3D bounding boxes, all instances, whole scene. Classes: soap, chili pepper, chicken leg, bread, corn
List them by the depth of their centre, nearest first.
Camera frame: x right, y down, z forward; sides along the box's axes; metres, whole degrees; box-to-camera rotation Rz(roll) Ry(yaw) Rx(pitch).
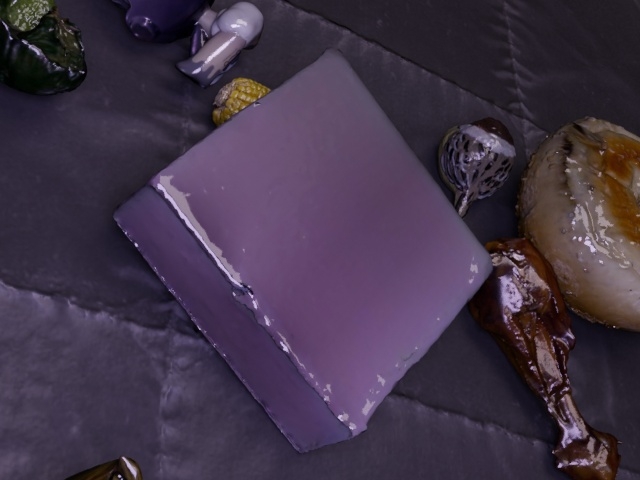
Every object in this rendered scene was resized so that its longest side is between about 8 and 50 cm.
[{"bbox_3d":[-0.306,-0.237,0.940,0.116,0.148,0.264,-23,77,-19],"label":"chili pepper"},{"bbox_3d":[0.000,0.000,0.980,0.285,0.107,0.296,-41,98,-37],"label":"soap"},{"bbox_3d":[-0.026,-0.109,1.112,0.203,0.072,0.072,29,47,-22],"label":"corn"},{"bbox_3d":[0.251,0.141,1.156,0.113,0.093,0.304,-15,78,-25],"label":"chicken leg"},{"bbox_3d":[0.370,-0.013,1.296,0.306,0.159,0.305,19,54,-29],"label":"bread"}]

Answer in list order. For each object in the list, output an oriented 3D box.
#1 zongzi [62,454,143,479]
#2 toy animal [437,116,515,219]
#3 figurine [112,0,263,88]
[{"bbox_3d":[-0.178,0.326,0.652,0.286,0.134,0.288,-26,87,-39],"label":"zongzi"},{"bbox_3d":[0.194,-0.092,1.256,0.098,0.098,0.137,28,48,-21],"label":"toy animal"},{"bbox_3d":[-0.157,-0.276,1.071,0.222,0.145,0.145,45,43,-10],"label":"figurine"}]
